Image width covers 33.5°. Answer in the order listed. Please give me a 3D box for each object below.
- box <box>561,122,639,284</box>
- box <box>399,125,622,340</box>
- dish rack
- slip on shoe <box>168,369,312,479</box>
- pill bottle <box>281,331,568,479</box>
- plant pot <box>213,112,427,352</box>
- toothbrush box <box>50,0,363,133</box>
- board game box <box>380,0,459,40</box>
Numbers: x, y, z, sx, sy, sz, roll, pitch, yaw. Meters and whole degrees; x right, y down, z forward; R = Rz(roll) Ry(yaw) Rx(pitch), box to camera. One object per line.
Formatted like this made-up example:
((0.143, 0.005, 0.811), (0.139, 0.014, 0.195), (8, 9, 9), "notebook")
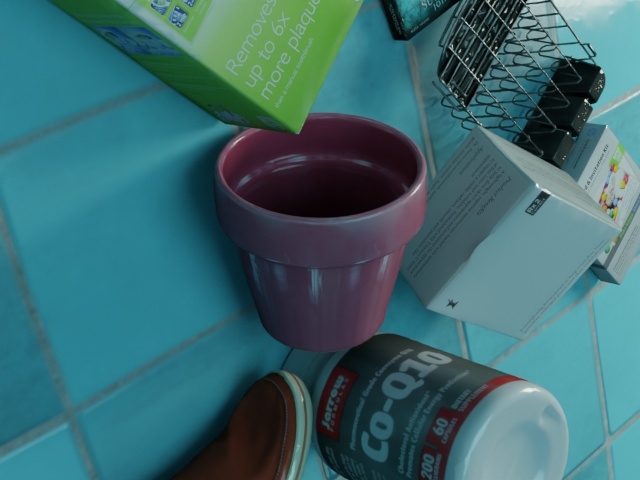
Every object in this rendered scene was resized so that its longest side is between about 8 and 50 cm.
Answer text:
((0.383, -0.048, 1.440), (0.186, 0.038, 0.145), (41, 73, -38), "box")
((0.202, -0.004, 1.192), (0.182, 0.119, 0.181), (21, 116, -42), "box")
((0.226, -0.192, 1.250), (0.271, 0.074, 0.208), (41, 72, -38), "dish rack")
((-0.118, 0.267, 1.033), (0.101, 0.123, 0.331), (41, 78, -35), "slip on shoe")
((0.091, 0.184, 1.076), (0.161, 0.283, 0.161), (-11, 107, -38), "pill bottle")
((0.000, 0.000, 1.031), (0.201, 0.201, 0.180), (-27, 133, -33), "plant pot")
((-0.102, -0.251, 0.920), (0.283, 0.122, 0.206), (34, 77, -39), "toothbrush box")
((0.128, -0.319, 1.164), (0.186, 0.026, 0.126), (-41, 124, -27), "board game box")
